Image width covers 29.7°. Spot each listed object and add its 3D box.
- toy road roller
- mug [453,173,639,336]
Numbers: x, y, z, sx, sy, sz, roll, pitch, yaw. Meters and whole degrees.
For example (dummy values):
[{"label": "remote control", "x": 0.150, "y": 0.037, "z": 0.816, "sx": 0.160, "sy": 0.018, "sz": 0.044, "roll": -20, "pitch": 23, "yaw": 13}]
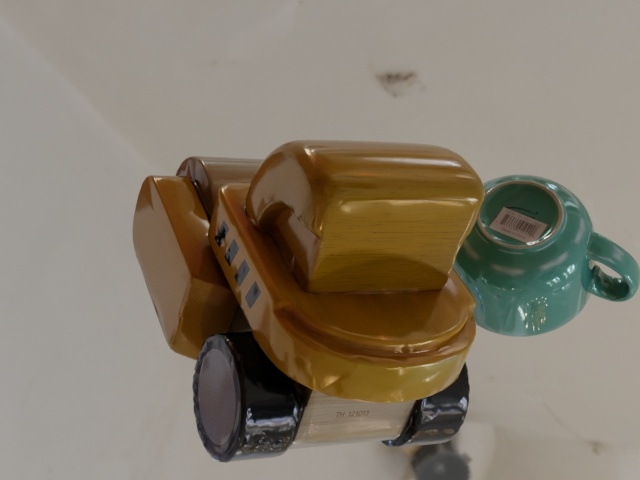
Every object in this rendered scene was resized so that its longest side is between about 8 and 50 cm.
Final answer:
[{"label": "toy road roller", "x": 0.000, "y": 0.000, "z": 0.940, "sx": 0.329, "sy": 0.202, "sz": 0.241, "roll": 60, "pitch": -40, "yaw": 46}, {"label": "mug", "x": 0.188, "y": 0.002, "z": 1.059, "sx": 0.157, "sy": 0.097, "sz": 0.129, "roll": -16, "pitch": -128, "yaw": -1}]
